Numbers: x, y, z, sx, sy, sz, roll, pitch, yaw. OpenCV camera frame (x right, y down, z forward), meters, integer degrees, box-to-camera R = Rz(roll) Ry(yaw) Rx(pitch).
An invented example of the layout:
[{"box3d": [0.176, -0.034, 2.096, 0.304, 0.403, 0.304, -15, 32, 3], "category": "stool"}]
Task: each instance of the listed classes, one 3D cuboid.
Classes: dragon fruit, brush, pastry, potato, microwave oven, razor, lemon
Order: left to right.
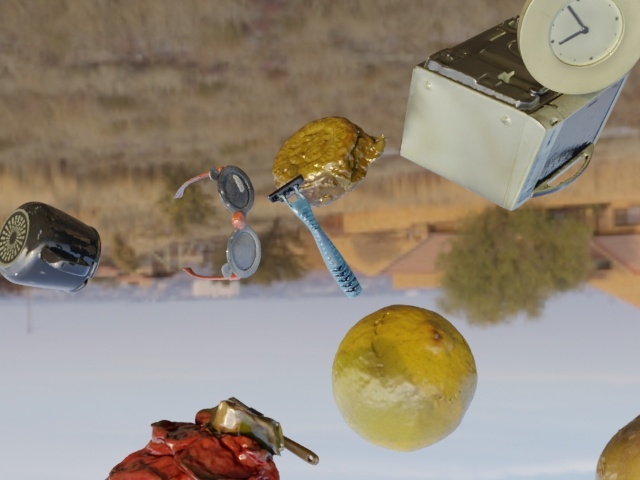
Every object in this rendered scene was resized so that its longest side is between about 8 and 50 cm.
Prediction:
[{"box3d": [-0.175, 0.286, 1.252, 0.317, 0.205, 0.152, -5, 137, 48], "category": "dragon fruit"}, {"box3d": [-0.072, 0.282, 1.398, 0.170, 0.043, 0.014, 26, -162, 25], "category": "brush"}, {"box3d": [0.000, 0.000, 1.817, 0.082, 0.253, 0.042, -33, -175, -13], "category": "razor"}, {"box3d": [0.005, -0.186, 2.248, 0.132, 0.240, 0.235, 42, 163, -31], "category": "pastry"}, {"box3d": [0.153, 0.255, 1.782, 0.293, 0.293, 0.293, -1, 178, 0], "category": "lemon"}, {"box3d": [0.412, -0.286, 2.009, 0.333, 0.247, 0.394, 31, -137, 26], "category": "microwave oven"}, {"box3d": [0.530, 0.330, 1.526, 0.299, 0.116, 0.239, -40, 179, -36], "category": "potato"}]

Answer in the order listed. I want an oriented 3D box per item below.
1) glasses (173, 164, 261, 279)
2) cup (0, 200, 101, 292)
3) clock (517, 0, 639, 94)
[{"box3d": [-0.247, -0.024, 2.015, 0.268, 0.234, 0.118, -11, 178, 43], "category": "glasses"}, {"box3d": [-0.532, 0.027, 1.926, 0.177, 0.169, 0.223, 26, -179, -44], "category": "cup"}, {"box3d": [0.457, -0.367, 1.665, 0.235, 0.234, 0.029, -1, -149, -4], "category": "clock"}]
